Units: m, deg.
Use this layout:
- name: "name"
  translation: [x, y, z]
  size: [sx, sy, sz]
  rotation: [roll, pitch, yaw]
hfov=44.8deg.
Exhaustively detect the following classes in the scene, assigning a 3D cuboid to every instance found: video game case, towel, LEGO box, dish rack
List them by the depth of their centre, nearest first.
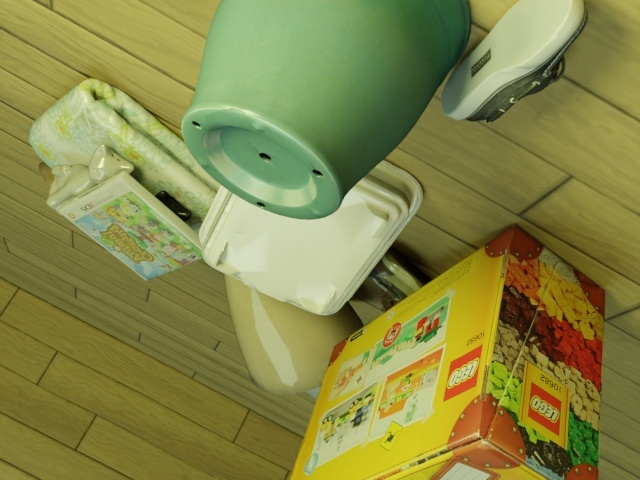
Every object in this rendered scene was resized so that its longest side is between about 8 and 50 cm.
- name: "LEGO box"
  translation: [0.179, 0.264, 1.209]
  size: [0.193, 0.372, 0.500]
  rotation: [34, 138, -14]
- name: "dish rack"
  translation: [-0.030, -0.015, 1.212]
  size: [0.285, 0.072, 0.333]
  rotation: [24, 133, -10]
- name: "video game case"
  translation: [-0.325, -0.018, 1.367]
  size: [0.193, 0.023, 0.212]
  rotation: [-20, 128, 39]
- name: "towel"
  translation: [-0.343, -0.133, 1.454]
  size: [0.374, 0.090, 0.320]
  rotation: [39, 150, -25]

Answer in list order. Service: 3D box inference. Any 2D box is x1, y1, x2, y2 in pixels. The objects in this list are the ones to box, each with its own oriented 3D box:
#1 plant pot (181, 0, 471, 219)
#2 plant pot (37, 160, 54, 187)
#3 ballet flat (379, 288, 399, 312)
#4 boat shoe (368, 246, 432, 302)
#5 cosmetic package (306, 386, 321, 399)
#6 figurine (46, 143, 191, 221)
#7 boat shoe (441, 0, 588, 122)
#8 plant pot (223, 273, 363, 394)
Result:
- name: "plant pot"
  translation: [-0.010, -0.173, 0.831]
  size: [0.271, 0.255, 0.272]
  rotation: [22, 155, 11]
- name: "plant pot"
  translation: [-0.514, -0.113, 1.724]
  size: [0.236, 0.032, 0.236]
  rotation: [23, 156, 11]
- name: "ballet flat"
  translation: [0.190, 0.181, 1.545]
  size: [0.091, 0.077, 0.241]
  rotation: [-1, 143, 49]
- name: "boat shoe"
  translation: [0.170, 0.103, 1.383]
  size: [0.073, 0.080, 0.223]
  rotation: [-38, 113, 19]
- name: "cosmetic package"
  translation: [0.200, 0.394, 1.851]
  size: [0.453, 0.161, 0.230]
  rotation: [40, 152, -26]
- name: "figurine"
  translation: [-0.363, -0.077, 1.395]
  size: [0.209, 0.092, 0.215]
  rotation: [-19, 130, 44]
- name: "boat shoe"
  translation: [0.213, -0.183, 0.815]
  size: [0.076, 0.080, 0.228]
  rotation: [12, 156, -18]
- name: "plant pot"
  translation: [-0.079, 0.116, 1.533]
  size: [0.256, 0.256, 0.274]
  rotation: [4, 131, 40]
